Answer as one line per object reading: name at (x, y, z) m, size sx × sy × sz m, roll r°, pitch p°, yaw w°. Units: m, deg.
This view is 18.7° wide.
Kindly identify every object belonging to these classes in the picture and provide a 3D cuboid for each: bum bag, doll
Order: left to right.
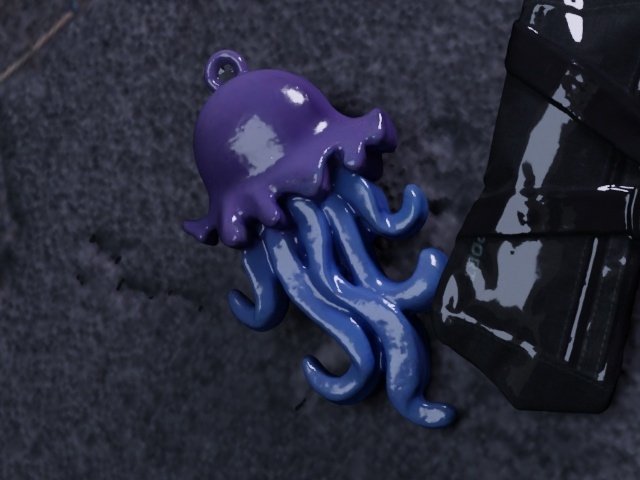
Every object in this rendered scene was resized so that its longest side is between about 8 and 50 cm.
doll at (0.000, 0.000, 0.883) m, size 0.110 × 0.067 × 0.206 m, roll -31°, pitch 76°, yaw 10°
bum bag at (0.108, -0.024, 0.826) m, size 0.087 × 0.049 × 0.197 m, roll 15°, pitch 89°, yaw 10°
